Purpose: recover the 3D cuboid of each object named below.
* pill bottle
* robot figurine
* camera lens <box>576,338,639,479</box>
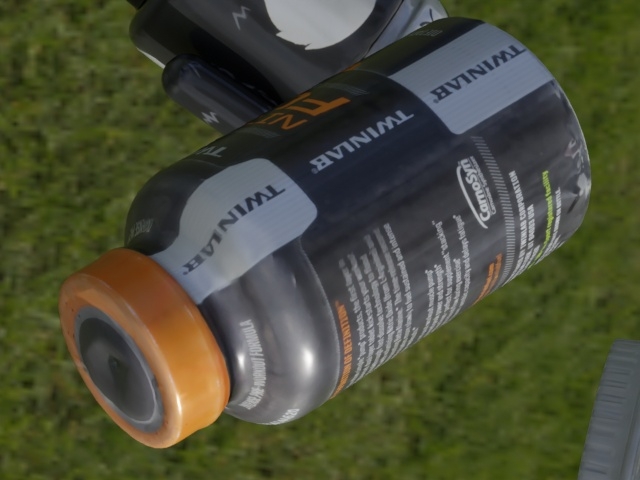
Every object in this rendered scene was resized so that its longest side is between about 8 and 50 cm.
[{"bbox_3d":[0.000,0.000,0.885,0.246,0.130,0.130,-31,117,-31],"label":"pill bottle"},{"bbox_3d":[-0.027,-0.167,1.412,0.278,0.173,0.209,38,87,-8],"label":"robot figurine"},{"bbox_3d":[0.341,0.199,1.467,0.219,0.274,0.219,12,90,-77],"label":"camera lens"}]
